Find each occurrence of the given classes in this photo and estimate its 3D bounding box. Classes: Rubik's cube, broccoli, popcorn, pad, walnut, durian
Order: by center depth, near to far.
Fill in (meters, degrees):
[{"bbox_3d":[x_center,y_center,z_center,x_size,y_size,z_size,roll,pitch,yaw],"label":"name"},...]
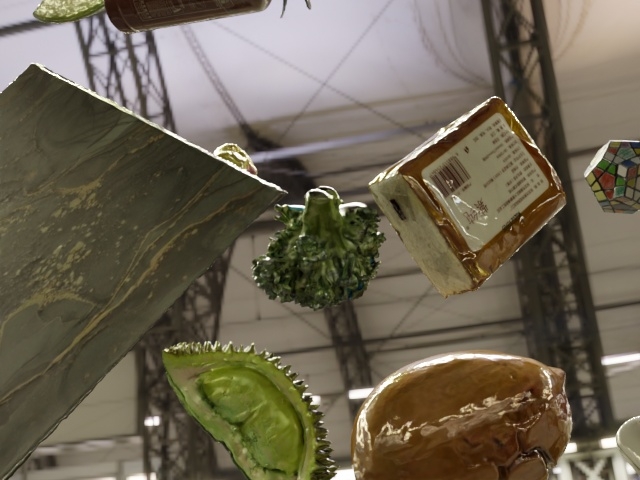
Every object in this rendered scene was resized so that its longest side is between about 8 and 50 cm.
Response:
[{"bbox_3d":[-0.194,0.011,0.523,0.367,0.247,0.007,30,-18,53],"label":"pad"},{"bbox_3d":[0.000,0.000,1.118,0.167,0.155,0.160,-3,-52,-7],"label":"broccoli"},{"bbox_3d":[0.175,0.222,1.118,0.297,0.203,0.203,-26,-20,-16],"label":"walnut"},{"bbox_3d":[-0.130,-0.079,1.287,0.089,0.109,0.097,14,-17,11],"label":"popcorn"},{"bbox_3d":[0.434,-0.091,1.369,0.111,0.111,0.093,5,11,-20],"label":"Rubik's cube"},{"bbox_3d":[-0.088,0.280,1.409,0.169,0.352,0.158,-34,-9,-27],"label":"durian"}]

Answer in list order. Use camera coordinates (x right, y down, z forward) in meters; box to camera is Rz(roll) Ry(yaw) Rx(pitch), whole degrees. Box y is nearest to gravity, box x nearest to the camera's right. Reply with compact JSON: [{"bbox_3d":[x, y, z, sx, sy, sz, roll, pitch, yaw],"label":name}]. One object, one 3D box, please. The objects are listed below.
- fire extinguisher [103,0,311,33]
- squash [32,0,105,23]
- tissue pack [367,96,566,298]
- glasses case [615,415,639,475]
[{"bbox_3d":[-0.144,-0.327,1.235,0.268,0.105,0.105,-4,-23,21],"label":"fire extinguisher"},{"bbox_3d":[-0.283,-0.436,1.418,0.288,0.111,0.203,-35,-24,-34],"label":"squash"},{"bbox_3d":[0.197,-0.060,1.227,0.226,0.183,0.092,-38,7,-36],"label":"tissue pack"},{"bbox_3d":[0.600,0.393,1.611,0.092,0.233,0.059,-27,-42,-13],"label":"glasses case"}]
